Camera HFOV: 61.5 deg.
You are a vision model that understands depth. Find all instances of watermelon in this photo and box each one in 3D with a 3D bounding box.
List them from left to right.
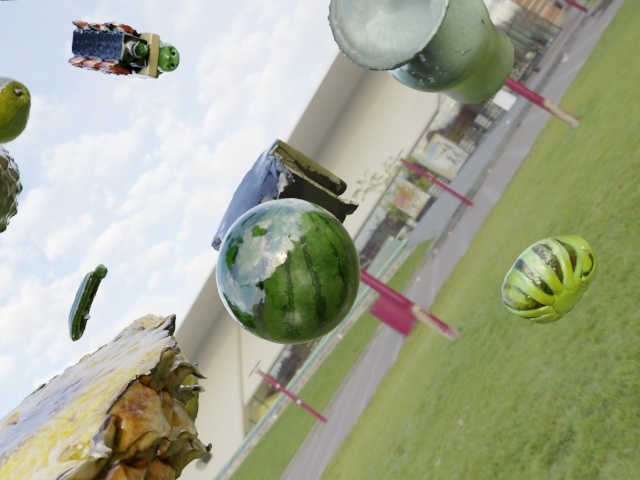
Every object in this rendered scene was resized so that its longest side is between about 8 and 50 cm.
[{"bbox_3d":[-0.040,0.052,0.701,0.188,0.188,0.214,-45,-43,-61],"label":"watermelon"}]

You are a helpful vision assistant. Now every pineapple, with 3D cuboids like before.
[{"bbox_3d":[-0.123,0.236,0.370,0.263,0.271,0.262,-31,15,10],"label":"pineapple"}]

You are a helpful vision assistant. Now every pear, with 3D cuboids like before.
[{"bbox_3d":[-0.956,-0.375,1.552,0.270,0.212,0.212,-15,9,21],"label":"pear"}]

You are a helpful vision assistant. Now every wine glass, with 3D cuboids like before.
[{"bbox_3d":[0.110,-0.187,0.500,0.231,0.103,0.103,-6,-48,-57],"label":"wine glass"}]

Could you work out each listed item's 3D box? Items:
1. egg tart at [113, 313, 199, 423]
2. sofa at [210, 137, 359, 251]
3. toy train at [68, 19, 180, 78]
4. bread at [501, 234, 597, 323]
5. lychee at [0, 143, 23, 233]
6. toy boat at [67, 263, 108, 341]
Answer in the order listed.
[{"bbox_3d":[-0.258,0.249,0.783,0.295,0.116,0.294,-33,44,38],"label":"egg tart"},{"bbox_3d":[-0.076,-0.048,1.087,0.258,0.200,0.182,-57,16,9],"label":"sofa"},{"bbox_3d":[-0.205,-0.196,0.567,0.087,0.138,0.050,-3,-73,-47],"label":"toy train"},{"bbox_3d":[0.299,0.052,0.696,0.139,0.071,0.129,14,-67,-44],"label":"bread"},{"bbox_3d":[-0.533,-0.073,0.692,0.274,0.255,0.255,-55,-7,-8],"label":"lychee"},{"bbox_3d":[-0.584,0.153,1.336,0.104,0.052,0.210,-124,55,-76],"label":"toy boat"}]
